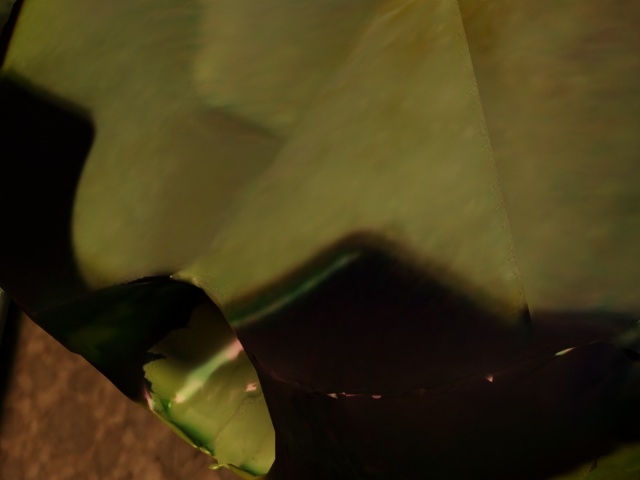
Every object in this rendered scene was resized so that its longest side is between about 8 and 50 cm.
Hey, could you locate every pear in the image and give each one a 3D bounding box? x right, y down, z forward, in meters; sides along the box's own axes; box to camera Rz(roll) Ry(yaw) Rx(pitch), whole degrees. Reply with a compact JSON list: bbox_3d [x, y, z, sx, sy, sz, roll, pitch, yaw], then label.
[{"bbox_3d":[0.094,-0.061,0.556,0.399,0.165,0.399,-25,40,23],"label":"pear"}]

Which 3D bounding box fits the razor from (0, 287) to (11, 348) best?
[{"bbox_3d":[-0.171,0.044,0.824,0.093,0.056,0.324,168,106,-68],"label":"razor"}]
